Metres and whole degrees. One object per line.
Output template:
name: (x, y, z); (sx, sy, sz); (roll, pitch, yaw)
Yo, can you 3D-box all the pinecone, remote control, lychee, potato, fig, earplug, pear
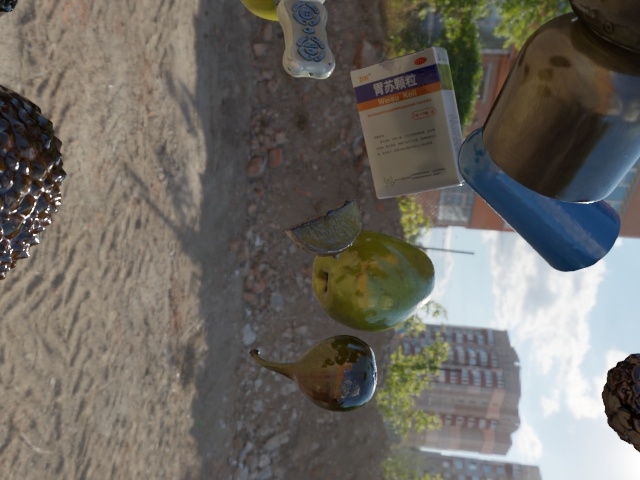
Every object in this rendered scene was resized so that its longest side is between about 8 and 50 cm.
pinecone: (0.500, 0.245, 0.835); (0.165, 0.162, 0.163); (70, 25, -68)
remote control: (-0.020, -0.282, 0.779); (0.032, 0.074, 0.122); (137, -52, -63)
lychee: (-0.416, -0.054, 0.604); (0.267, 0.267, 0.268); (4, 90, -83)
potato: (0.000, 0.000, 0.966); (0.172, 0.100, 0.089); (-30, 98, -46)
fig: (-0.022, 0.210, 0.932); (0.124, 0.236, 0.124); (6, 90, -70)
earplug: (0.322, -0.076, 0.864); (0.132, 0.273, 0.132); (-44, -156, 25)
pear: (0.131, 0.097, 1.385); (0.253, 0.307, 0.253); (4, -86, 55)

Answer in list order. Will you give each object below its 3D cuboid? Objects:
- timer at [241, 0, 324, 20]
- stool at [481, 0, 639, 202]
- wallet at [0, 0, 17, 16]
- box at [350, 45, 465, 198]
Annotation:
timer: (-0.133, -0.650, 1.315); (0.285, 0.285, 0.285); (4, 90, -83)
stool: (0.309, -0.192, 0.610); (0.264, 0.179, 0.179); (105, -3, -47)
wallet: (-0.314, -0.307, 0.525); (0.051, 0.377, 0.197); (-4, 98, -41)
box: (0.204, -0.259, 1.266); (0.106, 0.200, 0.300); (-30, 109, -59)
